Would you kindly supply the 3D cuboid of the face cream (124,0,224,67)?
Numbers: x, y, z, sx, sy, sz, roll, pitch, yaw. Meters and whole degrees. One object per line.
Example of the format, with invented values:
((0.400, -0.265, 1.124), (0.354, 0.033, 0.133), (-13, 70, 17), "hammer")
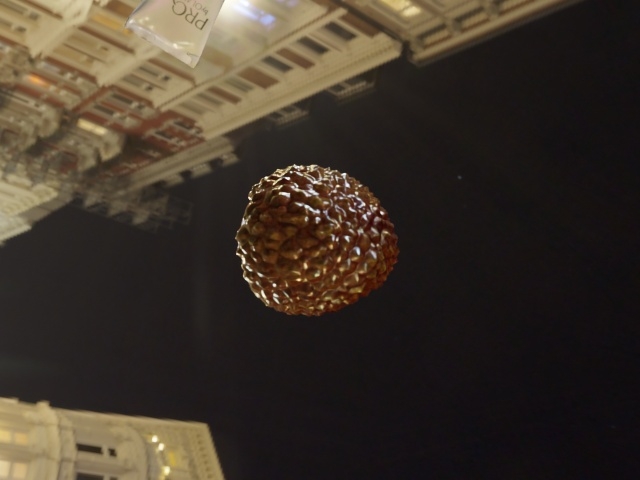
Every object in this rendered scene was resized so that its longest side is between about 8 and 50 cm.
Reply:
((-0.123, -0.325, 0.915), (0.243, 0.092, 0.058), (-58, -156, 7), "face cream")

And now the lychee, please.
((0.000, 0.000, 0.920), (0.188, 0.188, 0.188), (-29, -129, 43), "lychee")
